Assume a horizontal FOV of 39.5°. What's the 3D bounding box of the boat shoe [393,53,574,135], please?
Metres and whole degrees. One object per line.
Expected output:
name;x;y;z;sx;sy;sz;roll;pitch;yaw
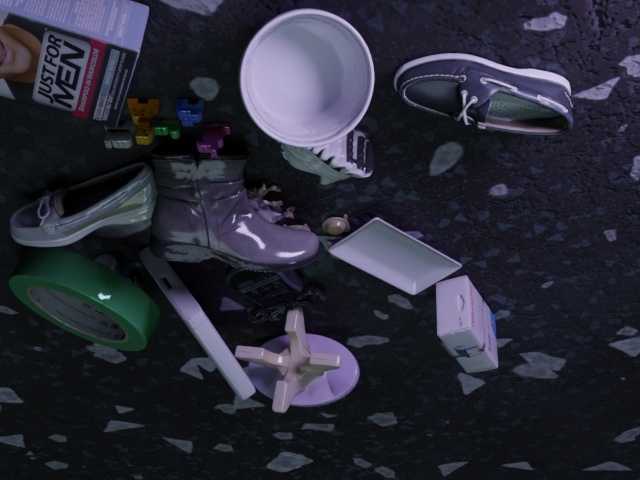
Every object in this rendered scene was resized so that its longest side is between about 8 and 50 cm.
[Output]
boat shoe;0.272;-0.234;1.471;0.302;0.091;0.114;3;143;-1

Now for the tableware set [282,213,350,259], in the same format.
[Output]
tableware set;0.000;0.000;1.859;0.168;0.020;0.141;-5;145;8

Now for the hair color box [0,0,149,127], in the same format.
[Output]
hair color box;-0.473;-0.319;1.374;0.374;0.114;0.185;15;142;-16

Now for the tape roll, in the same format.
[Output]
tape roll;-0.506;0.130;1.920;0.321;0.077;0.321;19;154;10

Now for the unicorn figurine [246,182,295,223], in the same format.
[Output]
unicorn figurine;-0.110;-0.050;1.772;0.111;0.060;0.162;-15;122;18

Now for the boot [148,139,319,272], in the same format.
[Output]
boot;-0.150;-0.066;1.658;0.338;0.118;0.223;3;113;-15

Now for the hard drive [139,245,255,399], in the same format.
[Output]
hard drive;-0.268;0.186;1.964;0.047;0.233;0.353;-36;142;-10

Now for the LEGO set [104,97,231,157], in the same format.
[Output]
LEGO set;-0.277;-0.190;1.553;0.227;0.093;0.087;1;143;2

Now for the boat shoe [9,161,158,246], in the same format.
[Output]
boat shoe;-0.454;-0.073;1.709;0.320;0.118;0.103;-11;136;11

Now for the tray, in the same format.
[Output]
tray;0.157;0.029;1.865;0.270;0.030;0.145;27;134;-36

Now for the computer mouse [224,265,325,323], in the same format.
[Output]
computer mouse;-0.120;0.087;1.944;0.188;0.072;0.272;-19;149;15

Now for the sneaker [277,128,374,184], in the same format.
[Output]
sneaker;-0.037;-0.182;1.553;0.118;0.110;0.292;-19;139;39

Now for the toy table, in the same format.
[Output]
toy table;-0.061;0.289;2.085;0.274;0.252;0.161;-9;156;15

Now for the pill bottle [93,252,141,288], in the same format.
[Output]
pill bottle;-0.446;0.086;1.954;0.067;0.067;0.120;-14;140;21

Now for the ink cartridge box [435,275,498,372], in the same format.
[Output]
ink cartridge box;0.329;0.190;1.998;0.082;0.140;0.191;-16;139;25

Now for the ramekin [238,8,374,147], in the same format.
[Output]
ramekin;-0.029;-0.255;1.380;0.207;0.109;0.207;-4;107;-11
